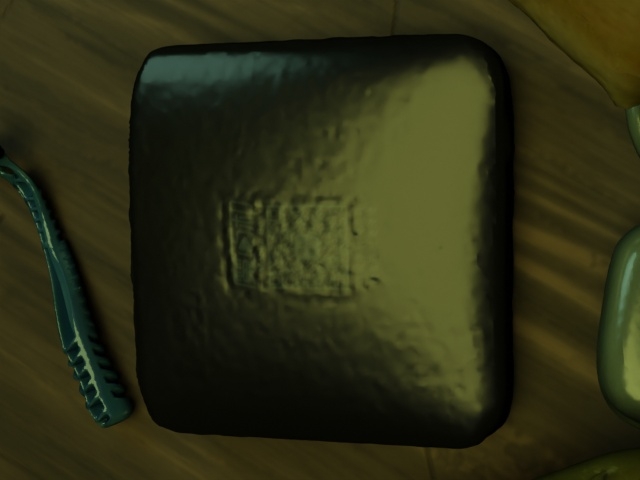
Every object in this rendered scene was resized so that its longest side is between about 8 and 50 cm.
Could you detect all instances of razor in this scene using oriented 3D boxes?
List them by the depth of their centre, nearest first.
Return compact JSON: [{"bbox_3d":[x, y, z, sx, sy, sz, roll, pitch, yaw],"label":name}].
[{"bbox_3d":[-0.211,0.029,1.149,0.082,0.042,0.253,-27,87,63],"label":"razor"}]

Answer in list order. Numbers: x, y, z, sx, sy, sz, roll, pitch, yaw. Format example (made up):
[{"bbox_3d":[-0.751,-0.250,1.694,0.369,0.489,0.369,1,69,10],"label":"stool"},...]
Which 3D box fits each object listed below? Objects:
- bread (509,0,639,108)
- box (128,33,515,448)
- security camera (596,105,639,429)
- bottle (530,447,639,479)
[{"bbox_3d":[0.170,-0.325,0.827,0.394,0.250,0.361,45,149,20],"label":"bread"},{"bbox_3d":[0.000,0.000,1.053,0.289,0.073,0.290,0,96,19],"label":"box"},{"bbox_3d":[0.268,-0.017,0.954,0.157,0.080,0.302,8,88,6],"label":"security camera"},{"bbox_3d":[0.199,0.220,0.917,0.351,0.171,0.172,-26,87,34],"label":"bottle"}]
